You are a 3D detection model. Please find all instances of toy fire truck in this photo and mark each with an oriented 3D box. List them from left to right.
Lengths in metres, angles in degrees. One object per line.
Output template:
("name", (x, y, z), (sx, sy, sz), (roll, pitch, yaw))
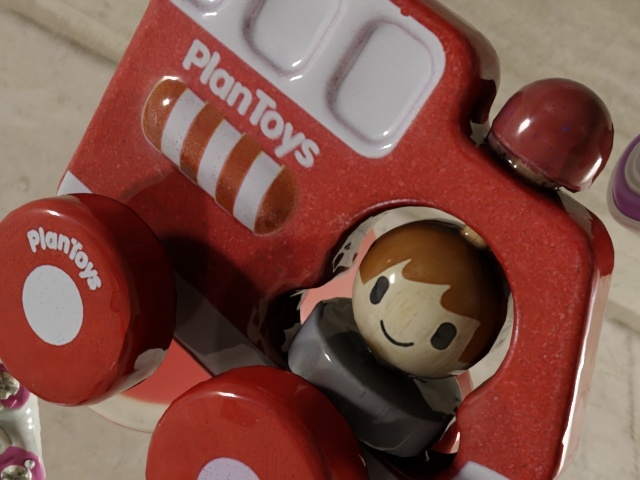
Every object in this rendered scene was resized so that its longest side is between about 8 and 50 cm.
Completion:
("toy fire truck", (0.000, 0.000, 0.434), (0.302, 0.254, 0.169), (41, -154, 19))

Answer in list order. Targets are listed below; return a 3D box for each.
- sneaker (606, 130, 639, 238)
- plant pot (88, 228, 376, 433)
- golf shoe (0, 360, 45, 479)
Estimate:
("sneaker", (0.312, -0.014, 0.463), (0.152, 0.305, 0.114), (38, -111, -37))
("plant pot", (-0.092, 0.037, 0.740), (0.275, 0.275, 0.243), (54, -175, 5))
("golf shoe", (-0.300, 0.147, 0.829), (0.115, 0.306, 0.140), (8, -148, -12))
